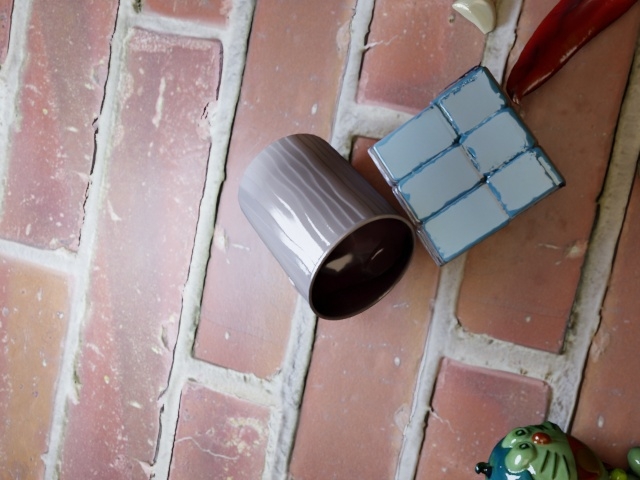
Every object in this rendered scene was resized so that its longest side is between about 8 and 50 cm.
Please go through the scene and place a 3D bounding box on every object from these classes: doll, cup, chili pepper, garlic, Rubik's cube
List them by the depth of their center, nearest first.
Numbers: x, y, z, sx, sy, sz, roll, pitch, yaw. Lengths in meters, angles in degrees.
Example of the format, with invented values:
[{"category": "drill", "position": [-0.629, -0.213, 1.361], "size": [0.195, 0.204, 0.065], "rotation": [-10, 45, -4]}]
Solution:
[{"category": "chili pepper", "position": [0.428, -0.351, 1.161], "size": [0.092, 0.137, 0.368], "rotation": [40, 95, -20]}, {"category": "Rubik's cube", "position": [0.240, -0.119, 1.183], "size": [0.231, 0.221, 0.225], "rotation": [-35, 84, 15]}, {"category": "doll", "position": [0.412, 0.413, 1.184], "size": [0.322, 0.198, 0.186], "rotation": [16, 111, 6]}, {"category": "cup", "position": [0.015, -0.012, 1.246], "size": [0.208, 0.288, 0.273], "rotation": [-37, 55, -5]}, {"category": "garlic", "position": [0.275, -0.398, 1.251], "size": [0.083, 0.041, 0.053], "rotation": [45, 109, 2]}]

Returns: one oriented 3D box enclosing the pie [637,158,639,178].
[{"category": "pie", "position": [0.595, -0.124, 1.117], "size": [0.193, 0.163, 0.079], "rotation": [-10, 110, 23]}]
